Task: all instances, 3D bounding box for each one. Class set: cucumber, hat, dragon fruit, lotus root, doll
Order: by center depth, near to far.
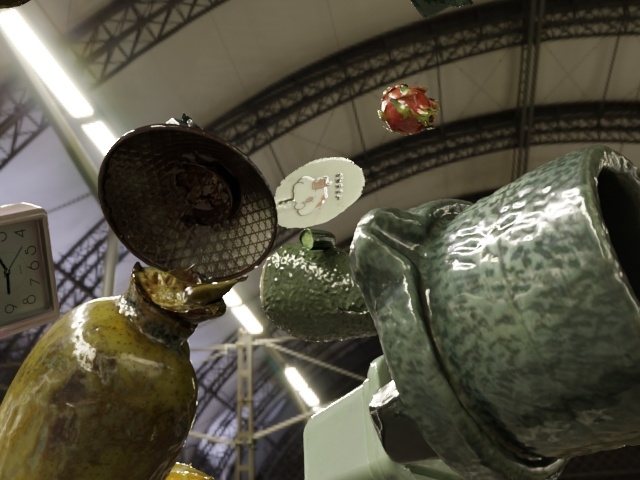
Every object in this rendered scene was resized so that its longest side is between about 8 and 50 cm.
[{"bbox_3d":[-0.169,0.121,0.589,0.154,0.154,0.278,24,-76,-41],"label":"lotus root"},{"bbox_3d":[-0.130,-0.053,0.776,0.193,0.082,0.193,6,-52,8],"label":"hat"},{"bbox_3d":[0.145,-0.207,1.169,0.086,0.081,0.116,-7,25,-44],"label":"dragon fruit"},{"bbox_3d":[0.000,0.000,1.628,0.048,0.048,0.105,-25,-18,36],"label":"cucumber"},{"bbox_3d":[0.032,0.120,1.690,0.350,0.247,0.247,4,-19,37],"label":"doll"}]

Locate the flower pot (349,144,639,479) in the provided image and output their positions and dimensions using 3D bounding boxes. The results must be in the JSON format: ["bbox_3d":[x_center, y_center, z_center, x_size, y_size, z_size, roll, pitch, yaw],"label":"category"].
[{"bbox_3d":[0.166,0.063,0.659,0.299,0.298,0.283,22,-39,-39],"label":"flower pot"}]

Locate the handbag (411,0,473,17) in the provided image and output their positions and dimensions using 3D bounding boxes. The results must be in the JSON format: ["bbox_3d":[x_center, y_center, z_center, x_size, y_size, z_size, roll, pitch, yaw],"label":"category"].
[{"bbox_3d":[0.252,-0.525,1.183,0.327,0.089,0.238,-19,-59,37],"label":"handbag"}]

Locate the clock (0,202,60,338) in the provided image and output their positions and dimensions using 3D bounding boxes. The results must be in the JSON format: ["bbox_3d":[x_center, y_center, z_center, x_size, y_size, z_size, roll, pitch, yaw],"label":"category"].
[{"bbox_3d":[-0.501,0.049,1.161,0.063,0.197,0.150,11,19,39],"label":"clock"}]

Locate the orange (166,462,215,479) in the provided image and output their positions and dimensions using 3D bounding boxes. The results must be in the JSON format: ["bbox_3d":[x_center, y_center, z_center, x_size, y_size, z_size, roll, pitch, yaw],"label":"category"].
[{"bbox_3d":[-0.237,0.422,0.898,0.330,0.249,0.329,-7,14,2],"label":"orange"}]

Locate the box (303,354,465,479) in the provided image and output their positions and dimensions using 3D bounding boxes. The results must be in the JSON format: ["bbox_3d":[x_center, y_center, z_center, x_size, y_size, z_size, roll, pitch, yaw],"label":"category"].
[{"bbox_3d":[0.131,0.284,0.938,0.312,0.175,0.182,25,-46,-33],"label":"box"}]

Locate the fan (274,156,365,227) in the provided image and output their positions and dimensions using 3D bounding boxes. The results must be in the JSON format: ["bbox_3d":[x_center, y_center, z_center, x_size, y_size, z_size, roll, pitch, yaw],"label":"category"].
[{"bbox_3d":[-0.072,-0.072,1.366,0.329,0.190,0.009,-15,-49,15],"label":"fan"}]

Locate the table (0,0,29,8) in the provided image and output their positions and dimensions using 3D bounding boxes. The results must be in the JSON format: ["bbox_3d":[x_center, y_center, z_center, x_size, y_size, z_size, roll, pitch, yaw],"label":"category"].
[{"bbox_3d":[-0.336,-0.378,0.753,0.167,0.167,0.227,14,-31,-29],"label":"table"}]

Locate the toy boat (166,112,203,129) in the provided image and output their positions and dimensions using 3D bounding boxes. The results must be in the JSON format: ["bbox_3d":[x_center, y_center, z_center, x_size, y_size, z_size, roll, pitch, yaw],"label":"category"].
[{"bbox_3d":[-0.330,-0.225,1.954,0.122,0.296,0.114,-52,-44,8],"label":"toy boat"}]
